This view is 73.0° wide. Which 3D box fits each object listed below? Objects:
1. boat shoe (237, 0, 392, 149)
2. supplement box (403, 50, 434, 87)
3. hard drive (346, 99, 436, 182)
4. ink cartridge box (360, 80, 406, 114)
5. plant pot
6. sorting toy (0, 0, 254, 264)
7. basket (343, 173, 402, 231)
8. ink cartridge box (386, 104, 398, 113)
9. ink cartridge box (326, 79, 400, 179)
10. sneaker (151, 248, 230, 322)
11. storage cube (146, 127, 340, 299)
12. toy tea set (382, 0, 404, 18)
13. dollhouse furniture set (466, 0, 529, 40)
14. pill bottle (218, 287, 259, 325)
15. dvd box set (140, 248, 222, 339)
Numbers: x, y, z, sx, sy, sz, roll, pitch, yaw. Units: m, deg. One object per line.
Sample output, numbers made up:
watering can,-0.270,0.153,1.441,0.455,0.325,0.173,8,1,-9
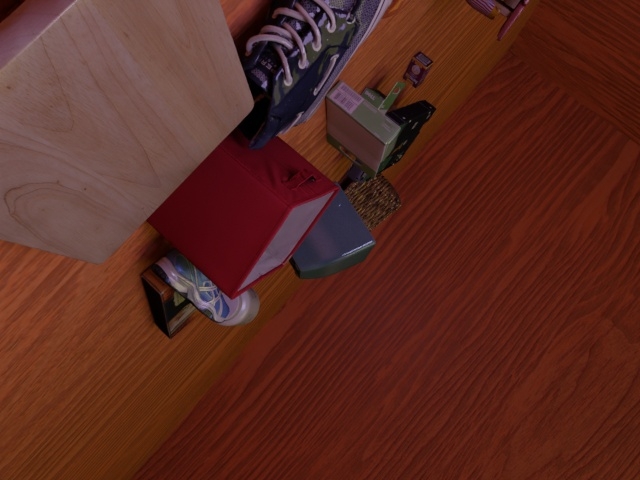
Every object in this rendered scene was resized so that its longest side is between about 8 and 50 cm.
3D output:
boat shoe,-0.019,-0.256,0.539,0.158,0.127,0.340,-52,176,-43
supplement box,0.291,-0.508,1.289,0.043,0.055,0.083,-43,169,-27
hard drive,0.233,-0.324,1.398,0.339,0.064,0.237,-37,164,-50
ink cartridge box,0.132,-0.347,1.155,0.209,0.062,0.109,-54,171,26
plant pot,0.000,0.000,1.463,0.252,0.247,0.248,-30,168,-11
sorting toy,-0.197,-0.118,0.381,0.255,0.089,0.257,-48,171,-8
basket,0.137,-0.165,1.748,0.299,0.223,0.213,-42,-152,20
ink cartridge box,0.215,-0.381,1.459,0.135,0.056,0.099,-43,169,-36
ink cartridge box,0.091,-0.248,1.014,0.056,0.171,0.235,-48,172,-6
sneaker,-0.218,0.085,0.807,0.081,0.080,0.211,-51,145,-18
storage cube,-0.119,-0.061,0.690,0.215,0.193,0.183,-54,170,26
toy tea set,0.139,-0.458,0.545,0.336,0.124,0.200,-33,145,26
dollhouse furniture set,0.393,-0.595,0.979,0.152,0.201,0.374,-56,176,38
pill bottle,-0.261,0.184,1.261,0.131,0.131,0.229,-48,171,-6
dvd box set,-0.218,0.028,1.023,0.420,0.062,0.308,-44,170,-31
